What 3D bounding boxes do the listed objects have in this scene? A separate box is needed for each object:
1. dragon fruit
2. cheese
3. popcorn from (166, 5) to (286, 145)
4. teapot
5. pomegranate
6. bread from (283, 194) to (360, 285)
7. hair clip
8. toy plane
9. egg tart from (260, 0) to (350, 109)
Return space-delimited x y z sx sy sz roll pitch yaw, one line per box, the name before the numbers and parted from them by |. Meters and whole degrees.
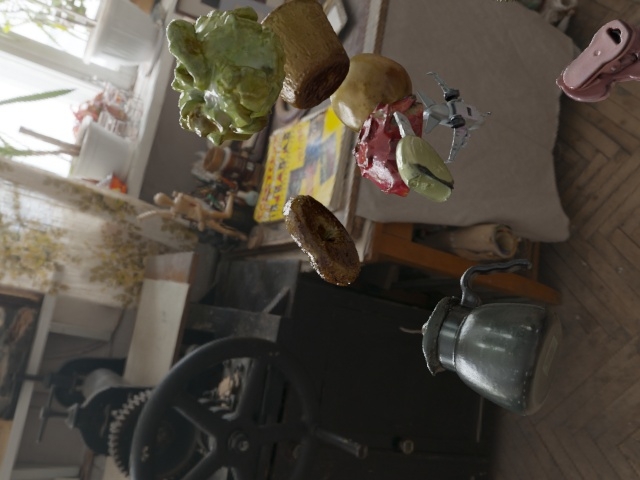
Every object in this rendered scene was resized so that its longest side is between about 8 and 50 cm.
dragon fruit | 0.180 -0.234 1.407 0.189 0.163 0.262 -142 58 -59
cheese | 0.196 -0.189 1.179 0.054 0.127 0.251 -46 37 31
popcorn | -0.101 -0.191 0.649 0.141 0.162 0.135 -15 36 27
teapot | 0.352 0.189 1.224 0.285 0.223 0.305 11 99 36
pomegranate | 0.142 -0.400 1.556 0.233 0.233 0.233 -32 50 48
bread | 0.000 0.000 1.020 0.064 0.193 0.193 -36 44 19
hair clip | 0.482 -0.291 0.949 0.138 0.102 0.123 -54 39 38
toy plane | 0.363 -0.331 1.513 0.101 0.255 0.251 -20 75 54
egg tart | -0.032 -0.367 1.154 0.147 0.202 0.202 50 126 14
